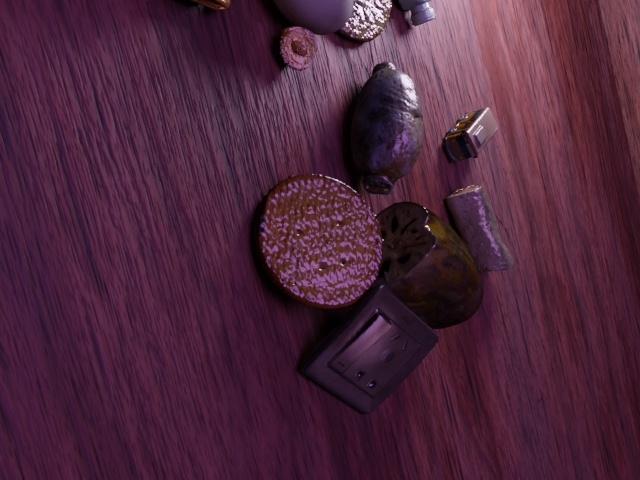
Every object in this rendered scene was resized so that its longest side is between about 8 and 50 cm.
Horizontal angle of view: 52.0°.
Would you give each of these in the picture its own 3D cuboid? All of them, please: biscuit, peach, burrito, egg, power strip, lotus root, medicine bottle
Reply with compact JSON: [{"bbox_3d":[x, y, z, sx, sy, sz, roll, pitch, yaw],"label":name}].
[{"bbox_3d":[0.104,-0.575,1.669,0.290,0.038,0.141,-29,105,-43],"label":"biscuit"},{"bbox_3d":[-0.058,-0.426,1.458,0.098,0.061,0.098,-3,100,-19],"label":"peach"},{"bbox_3d":[0.472,-0.019,1.911,0.143,0.105,0.299,-40,110,-47],"label":"burrito"},{"bbox_3d":[-0.021,-0.544,1.450,0.209,0.151,0.151,21,68,-35],"label":"egg"},{"bbox_3d":[0.106,0.236,1.459,0.257,0.092,0.251,-46,131,2],"label":"power strip"},{"bbox_3d":[0.161,-0.290,1.586,0.175,0.175,0.350,21,65,-42],"label":"lotus root"},{"bbox_3d":[0.000,0.000,1.394,0.305,0.038,0.305,8,70,-23],"label":"biscuit"},{"bbox_3d":[0.251,0.078,1.568,0.346,0.250,0.250,36,58,-38],"label":"lotus root"},{"bbox_3d":[0.251,-0.715,1.816,0.121,0.083,0.229,-36,110,-46],"label":"medicine bottle"}]

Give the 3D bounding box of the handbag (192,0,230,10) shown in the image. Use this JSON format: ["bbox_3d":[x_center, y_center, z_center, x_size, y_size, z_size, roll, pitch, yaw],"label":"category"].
[{"bbox_3d":[-0.264,-0.666,1.241,0.283,0.133,0.401,6,79,-41],"label":"handbag"}]

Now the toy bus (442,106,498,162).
[{"bbox_3d":[0.444,-0.311,1.930,0.182,0.103,0.091,-47,115,-40],"label":"toy bus"}]
